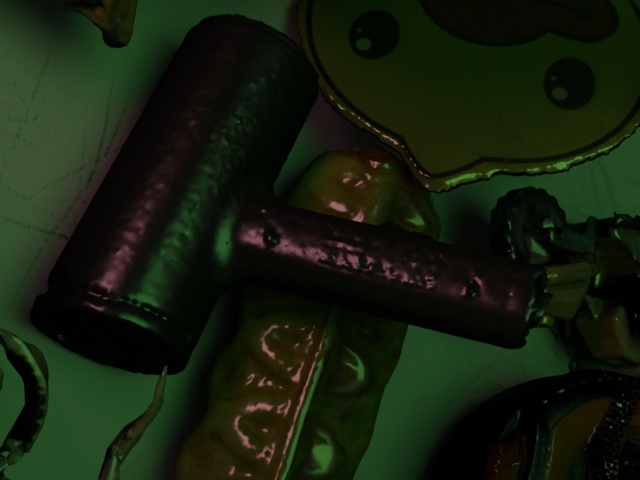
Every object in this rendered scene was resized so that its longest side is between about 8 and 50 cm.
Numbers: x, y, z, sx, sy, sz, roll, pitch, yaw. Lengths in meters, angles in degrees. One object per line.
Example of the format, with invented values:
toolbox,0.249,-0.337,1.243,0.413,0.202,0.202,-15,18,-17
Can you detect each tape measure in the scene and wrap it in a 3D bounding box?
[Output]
tape measure,0.168,0.194,0.783,0.202,0.135,0.223,8,75,-25

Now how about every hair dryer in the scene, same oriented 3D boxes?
hair dryer,0.000,0.000,0.651,0.251,0.089,0.197,18,66,14

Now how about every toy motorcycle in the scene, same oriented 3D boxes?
toy motorcycle,0.196,0.045,0.841,0.229,0.094,0.129,16,75,-41

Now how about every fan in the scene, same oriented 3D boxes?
fan,0.110,-0.165,0.783,0.230,0.011,0.335,15,58,7

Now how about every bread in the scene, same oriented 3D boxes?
bread,-0.005,0.067,0.708,0.087,0.098,0.269,66,42,-64

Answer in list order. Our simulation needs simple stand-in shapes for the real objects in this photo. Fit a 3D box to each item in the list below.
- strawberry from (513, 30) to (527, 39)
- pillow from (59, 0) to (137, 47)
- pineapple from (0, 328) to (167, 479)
strawberry,0.153,-0.136,0.848,0.121,0.082,0.188,29,55,-28
pillow,-0.175,-0.304,0.610,0.310,0.119,0.312,31,67,-34
pineapple,-0.212,0.062,0.505,0.262,0.262,0.271,-53,124,-27
